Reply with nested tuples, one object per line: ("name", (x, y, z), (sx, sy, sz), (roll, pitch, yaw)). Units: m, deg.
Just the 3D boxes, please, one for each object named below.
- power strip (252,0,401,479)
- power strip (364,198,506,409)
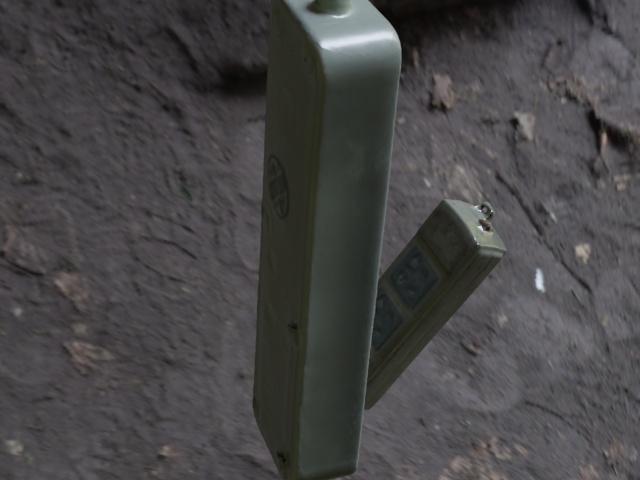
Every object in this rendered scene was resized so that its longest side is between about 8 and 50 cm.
("power strip", (0.000, 0.000, 0.915), (0.062, 0.385, 0.091), (-10, 38, -19))
("power strip", (0.086, 0.070, 1.411), (0.272, 0.052, 0.078), (-51, 51, 25))
